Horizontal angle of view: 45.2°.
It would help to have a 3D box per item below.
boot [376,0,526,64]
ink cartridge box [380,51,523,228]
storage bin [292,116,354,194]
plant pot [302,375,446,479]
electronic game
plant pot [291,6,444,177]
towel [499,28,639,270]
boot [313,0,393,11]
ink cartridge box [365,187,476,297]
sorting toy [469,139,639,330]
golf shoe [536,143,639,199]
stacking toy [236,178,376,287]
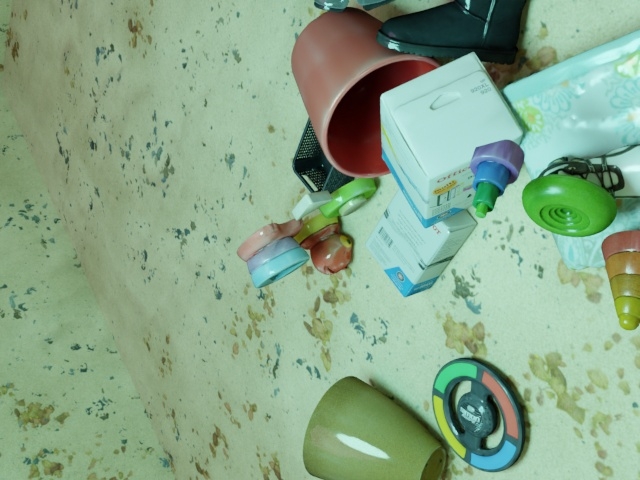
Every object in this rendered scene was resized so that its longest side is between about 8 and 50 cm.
[{"bbox_3d":[0.224,-0.405,1.249,0.094,0.246,0.207,-85,1,-63],"label":"boot"},{"bbox_3d":[0.211,-0.160,1.286,0.168,0.171,0.233,63,177,19],"label":"ink cartridge box"},{"bbox_3d":[0.022,-0.195,1.683,0.122,0.084,0.180,52,137,30],"label":"storage bin"},{"bbox_3d":[0.131,0.448,1.651,0.254,0.237,0.237,18,116,35],"label":"plant pot"},{"bbox_3d":[0.305,0.342,1.509,0.229,0.048,0.230,21,117,49],"label":"electronic game"},{"bbox_3d":[0.077,-0.294,1.451,0.243,0.274,0.275,58,141,38],"label":"plant pot"},{"bbox_3d":[0.452,-0.127,1.094,0.374,0.090,0.321,-14,98,54],"label":"towel"},{"bbox_3d":[0.130,-0.542,1.367,0.338,0.118,0.223,-5,124,21],"label":"boot"},{"bbox_3d":[0.193,-0.012,1.511,0.148,0.085,0.203,55,138,26],"label":"ink cartridge box"},{"bbox_3d":[0.340,0.008,1.038,0.127,0.365,0.126,-27,36,60],"label":"sorting toy"},{"bbox_3d":[0.384,-0.080,1.061,0.198,0.093,0.077,-8,104,52],"label":"golf shoe"},{"bbox_3d":[0.000,0.000,1.626,0.279,0.308,0.130,-37,79,40],"label":"stacking toy"}]
